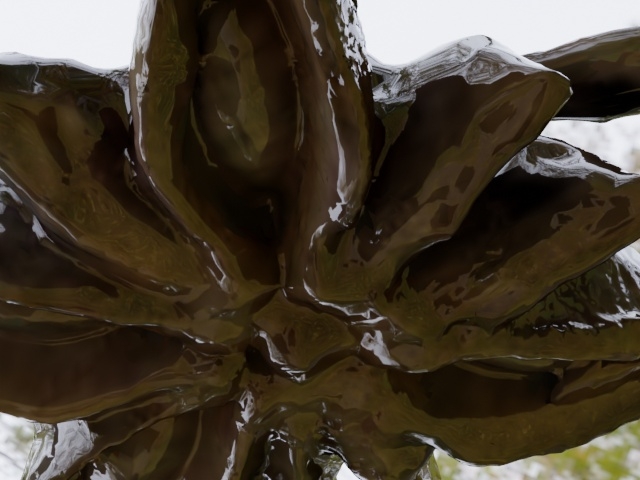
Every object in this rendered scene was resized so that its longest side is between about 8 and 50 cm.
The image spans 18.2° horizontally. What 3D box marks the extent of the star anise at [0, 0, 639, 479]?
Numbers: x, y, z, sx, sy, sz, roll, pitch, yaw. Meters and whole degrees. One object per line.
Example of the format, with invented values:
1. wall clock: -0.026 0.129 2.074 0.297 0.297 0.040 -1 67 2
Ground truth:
1. star anise: -0.001 0.000 0.611 0.292 0.109 0.349 28 -55 -36
